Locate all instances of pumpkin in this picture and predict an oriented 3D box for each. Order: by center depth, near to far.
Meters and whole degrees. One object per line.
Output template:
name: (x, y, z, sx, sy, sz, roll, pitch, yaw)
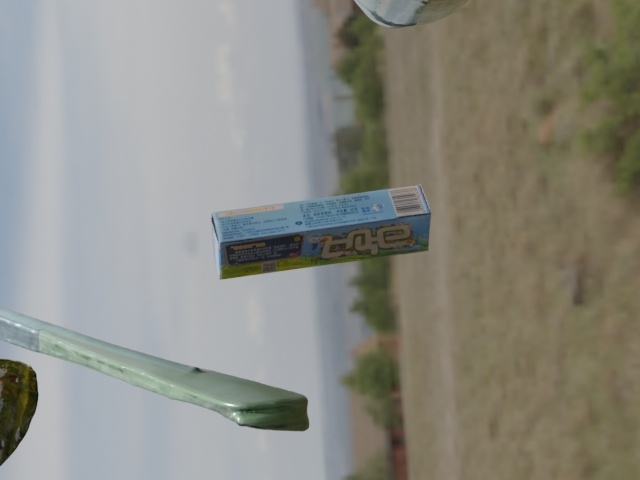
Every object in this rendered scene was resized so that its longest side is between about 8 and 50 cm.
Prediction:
pumpkin: (-0.152, 0.072, 0.692, 0.028, 0.083, 0.050, 35, -135, -35)

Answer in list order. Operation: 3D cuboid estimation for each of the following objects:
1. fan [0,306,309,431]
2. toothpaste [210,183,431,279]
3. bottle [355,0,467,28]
fan: (-0.083, 0.046, 0.663, 0.038, 0.193, 0.016, 6, -85, -51)
toothpaste: (0.000, 0.000, 1.513, 0.044, 0.193, 0.070, -106, 12, -45)
bottle: (0.057, -0.162, 0.815, 0.269, 0.083, 0.083, 139, 127, -83)
